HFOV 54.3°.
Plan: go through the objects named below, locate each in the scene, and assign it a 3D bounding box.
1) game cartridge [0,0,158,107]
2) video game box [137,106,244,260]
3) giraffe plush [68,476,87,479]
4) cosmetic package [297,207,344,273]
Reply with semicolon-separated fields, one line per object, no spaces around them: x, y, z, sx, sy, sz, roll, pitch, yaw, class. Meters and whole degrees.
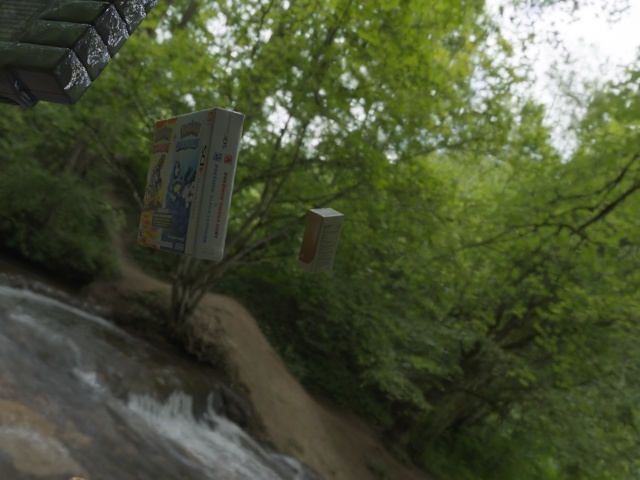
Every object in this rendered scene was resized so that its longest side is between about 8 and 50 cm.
-0.368;-0.258;0.712;0.355;0.230;0.068;12;-27;21;game cartridge
-0.181;-0.075;0.841;0.048;0.187;0.205;12;-4;-35;video game box
-0.398;0.490;0.928;0.170;0.210;0.181;26;-45;47;giraffe plush
0.000;0.000;1.162;0.060;0.115;0.041;-6;26;-46;cosmetic package
